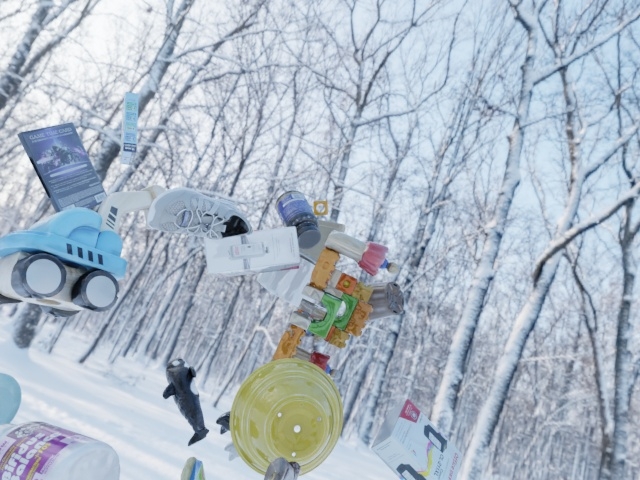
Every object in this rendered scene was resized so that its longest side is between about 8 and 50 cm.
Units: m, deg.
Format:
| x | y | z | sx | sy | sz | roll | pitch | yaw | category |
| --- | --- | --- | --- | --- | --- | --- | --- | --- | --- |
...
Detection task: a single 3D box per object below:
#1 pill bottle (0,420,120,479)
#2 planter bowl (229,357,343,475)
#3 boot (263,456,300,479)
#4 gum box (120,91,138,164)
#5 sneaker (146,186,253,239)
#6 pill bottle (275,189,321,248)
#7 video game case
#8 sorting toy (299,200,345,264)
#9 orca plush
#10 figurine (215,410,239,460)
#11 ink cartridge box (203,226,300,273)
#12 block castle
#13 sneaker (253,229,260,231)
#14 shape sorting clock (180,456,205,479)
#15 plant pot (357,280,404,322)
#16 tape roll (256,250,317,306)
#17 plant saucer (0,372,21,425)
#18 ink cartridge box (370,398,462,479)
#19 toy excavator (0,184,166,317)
| x | y | z | sx | sy | sz | roll | pitch | yaw | category |
| --- | --- | --- | --- | --- | --- | --- | --- | --- | --- |
| -0.578 | 0.472 | 1.001 | 0.301 | 0.170 | 0.169 | 1 | -25 | 27 | pill bottle |
| -0.050 | 0.327 | 0.866 | 0.217 | 0.217 | 0.090 | 24 | -12 | -11 | planter bowl |
| -0.065 | 0.356 | 0.675 | 0.037 | 0.107 | 0.114 | 17 | -21 | 14 | boot |
| -0.598 | -0.345 | 1.515 | 0.041 | 0.185 | 0.157 | 2 | -6 | -25 | gum box |
| -0.271 | -0.056 | 1.142 | 0.115 | 0.105 | 0.281 | 30 | 19 | 32 | sneaker |
| -0.078 | -0.075 | 1.766 | 0.123 | 0.122 | 0.219 | 40 | 16 | -46 | pill bottle |
| -0.799 | -0.223 | 1.527 | 0.026 | 0.196 | 0.275 | -13 | -74 | 26 | video game case |
| 0.000 | 0.000 | 2.113 | 0.195 | 0.348 | 0.047 | 11 | 2 | 5 | sorting toy |
| -0.446 | 0.496 | 1.512 | 0.102 | 0.288 | 0.151 | 2 | -34 | -38 | orca plush |
| -0.252 | 0.623 | 1.653 | 0.092 | 0.209 | 0.215 | 18 | -54 | 40 | figurine |
| -0.212 | 0.042 | 1.556 | 0.282 | 0.117 | 0.207 | -7 | -8 | -4 | ink cartridge box |
| 0.041 | 0.203 | 1.358 | 0.212 | 0.454 | 0.303 | 25 | 1 | 2 | block castle |
| -0.247 | 0.004 | 1.734 | 0.208 | 0.094 | 0.081 | 49 | -5 | 33 | sneaker |
| -0.282 | 0.584 | 1.057 | 0.040 | 0.207 | 0.206 | -6 | -22 | 3 | shape sorting clock |
| 0.210 | 0.224 | 1.804 | 0.165 | 0.167 | 0.167 | -16 | -38 | 40 | plant pot |
| -0.101 | 0.134 | 1.868 | 0.246 | 0.169 | 0.246 | 30 | 3 | -2 | tape roll |
| -0.968 | 0.488 | 1.418 | 0.194 | 0.195 | 0.037 | 17 | -32 | 10 | plant saucer |
| 0.211 | 0.456 | 1.047 | 0.175 | 0.127 | 0.072 | 45 | -57 | 4 | ink cartridge box |
| -0.625 | -0.011 | 1.344 | 0.222 | 0.446 | 0.432 | -11 | -26 | 35 | toy excavator |
